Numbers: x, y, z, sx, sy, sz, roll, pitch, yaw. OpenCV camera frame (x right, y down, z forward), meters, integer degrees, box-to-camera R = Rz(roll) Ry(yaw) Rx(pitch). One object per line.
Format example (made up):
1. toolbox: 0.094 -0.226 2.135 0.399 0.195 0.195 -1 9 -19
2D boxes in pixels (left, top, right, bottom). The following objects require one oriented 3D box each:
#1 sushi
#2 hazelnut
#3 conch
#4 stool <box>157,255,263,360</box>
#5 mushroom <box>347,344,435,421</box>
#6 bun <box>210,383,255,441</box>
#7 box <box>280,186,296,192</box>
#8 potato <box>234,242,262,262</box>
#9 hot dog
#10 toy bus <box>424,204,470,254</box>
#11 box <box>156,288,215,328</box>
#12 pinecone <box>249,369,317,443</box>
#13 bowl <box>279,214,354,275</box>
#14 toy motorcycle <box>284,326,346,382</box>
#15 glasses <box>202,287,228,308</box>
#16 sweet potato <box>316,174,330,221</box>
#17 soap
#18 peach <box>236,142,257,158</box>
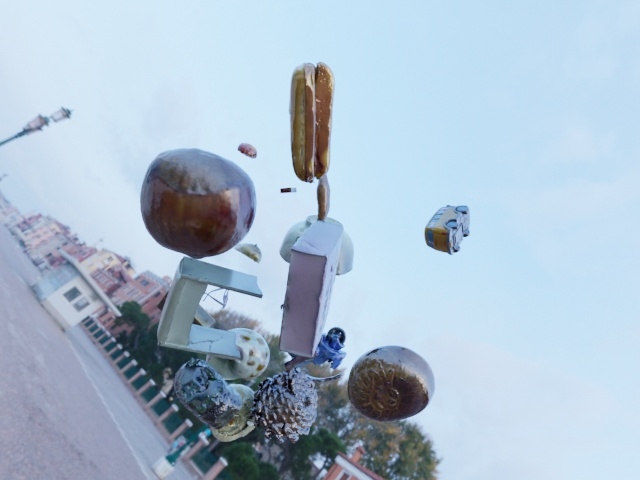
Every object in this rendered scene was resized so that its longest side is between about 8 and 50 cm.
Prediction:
1. sushi: -0.327 0.426 1.188 0.225 0.124 0.127 18 -33 49
2. hazelnut: -0.442 -0.131 1.545 0.353 0.421 0.421 -119 -173 -57
3. conch: -0.347 0.504 1.835 0.197 0.249 0.368 53 -9 51
4. stool: -0.359 0.218 1.369 0.269 0.243 0.170 18 13 -21
5. mushroom: 0.233 0.487 1.407 0.297 0.163 0.278 -28 -69 18
6. bun: -0.392 0.789 1.925 0.259 0.259 0.152 54 -13 -9
7. box: -0.142 -0.223 1.881 0.051 0.082 0.023 -3 -85 15
8. potato: -0.383 0.043 2.255 0.172 0.089 0.100 31 -6 13
9. hot dog: -0.033 -0.309 1.158 0.100 0.135 0.337 24 -53 34
10. toy bus: 0.483 -0.049 1.613 0.136 0.209 0.126 12 -48 37
11. box: -0.592 0.322 1.858 0.240 0.071 0.159 46 -51 -1
12. pinecone: -0.162 0.729 1.853 0.242 0.296 0.298 72 9 -73
13. bowl: 0.000 0.000 1.920 0.354 0.354 0.185 28 -65 34
14. toy motorcycle: -0.008 0.559 2.059 0.319 0.182 0.241 -15 -70 14
15. glasses: -0.429 0.220 1.714 0.104 0.062 0.140 16 -41 1
16. sweet potato: 0.010 -0.195 1.712 0.078 0.058 0.255 147 -57 -77
17. soap: -0.023 0.118 1.161 0.107 0.285 0.296 12 -69 6
18. peach: -0.313 -0.392 1.824 0.083 0.077 0.050 30 -69 17
